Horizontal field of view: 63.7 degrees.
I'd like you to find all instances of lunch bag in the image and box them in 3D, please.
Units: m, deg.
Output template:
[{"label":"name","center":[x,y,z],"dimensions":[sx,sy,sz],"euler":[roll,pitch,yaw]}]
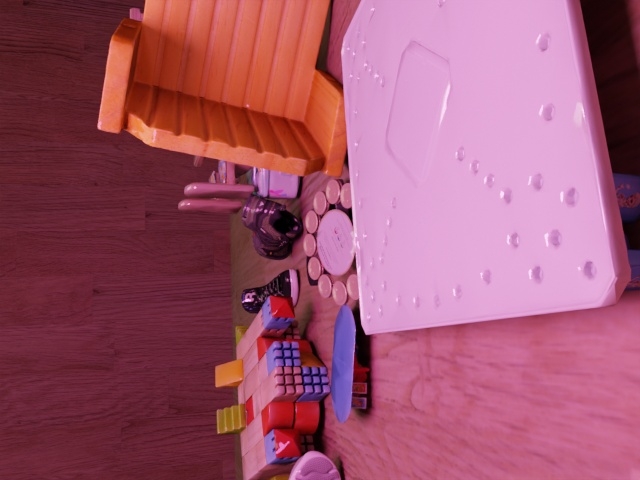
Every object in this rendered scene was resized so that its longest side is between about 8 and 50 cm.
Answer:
[{"label":"lunch bag","center":[-0.106,-0.236,1.173],"dimensions":[0.224,0.108,0.278],"euler":[-139,50,-71]}]

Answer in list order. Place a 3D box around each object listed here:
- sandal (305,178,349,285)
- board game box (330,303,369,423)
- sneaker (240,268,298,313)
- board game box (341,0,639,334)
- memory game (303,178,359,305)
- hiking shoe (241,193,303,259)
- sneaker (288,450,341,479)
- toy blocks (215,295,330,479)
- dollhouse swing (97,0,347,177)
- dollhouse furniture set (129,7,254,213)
[{"label":"sandal","center":[0.000,0.001,0.877],"dimensions":[0.254,0.055,0.097],"euler":[108,157,-50]},{"label":"board game box","center":[0.046,0.179,0.756],"dimensions":[0.133,0.033,0.168],"euler":[154,121,-79]},{"label":"sneaker","center":[-0.127,0.132,1.232],"dimensions":[0.216,0.121,0.079],"euler":[117,148,-60]},{"label":"board game box","center":[0.108,-0.118,0.477],"dimensions":[0.390,0.051,0.389],"euler":[138,129,-71]},{"label":"memory game","center":[0.027,0.004,0.757],"dimensions":[0.186,0.012,0.186],"euler":[5,96,56]},{"label":"hiking shoe","center":[-0.093,-0.013,1.154],"dimensions":[0.086,0.114,0.226],"euler":[-67,-24,-22]},{"label":"sneaker","center":[-0.024,0.479,0.881],"dimensions":[0.115,0.105,0.280],"euler":[-138,49,-70]},{"label":"toy blocks","center":[-0.077,0.288,1.005],"dimensions":[0.260,0.191,0.381],"euler":[125,144,-47]},{"label":"dollhouse swing","center":[-0.114,-0.311,0.775],"dimensions":[0.315,0.347,0.304],"euler":[-115,39,-57]},{"label":"dollhouse furniture set","center":[-0.273,-0.279,1.096],"dimensions":[0.394,0.257,0.361],"euler":[151,118,-66]}]
